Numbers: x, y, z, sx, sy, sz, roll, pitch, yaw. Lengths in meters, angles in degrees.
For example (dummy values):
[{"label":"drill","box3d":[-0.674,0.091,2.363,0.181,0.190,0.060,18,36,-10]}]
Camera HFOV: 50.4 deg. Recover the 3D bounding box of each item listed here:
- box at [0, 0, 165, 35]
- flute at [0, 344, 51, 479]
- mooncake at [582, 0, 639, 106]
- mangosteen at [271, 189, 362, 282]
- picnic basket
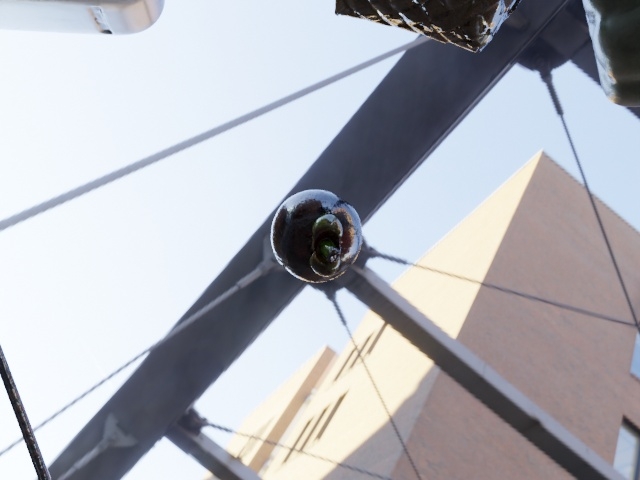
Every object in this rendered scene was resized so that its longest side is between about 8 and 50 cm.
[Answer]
[{"label":"box","box3d":[-0.425,-0.415,1.063,0.349,0.289,0.141,0,-90,-9]},{"label":"flute","box3d":[-0.342,0.179,0.762,0.014,0.014,0.269,-36,-104,44]},{"label":"mooncake","box3d":[0.489,-0.347,1.067,0.135,0.275,0.274,-9,-61,23]},{"label":"mangosteen","box3d":[-0.005,0.001,1.546,0.216,0.216,0.216,17,-49,21]},{"label":"picnic basket","box3d":[0.189,-0.511,1.087,0.337,0.293,0.337,14,-42,13]}]
